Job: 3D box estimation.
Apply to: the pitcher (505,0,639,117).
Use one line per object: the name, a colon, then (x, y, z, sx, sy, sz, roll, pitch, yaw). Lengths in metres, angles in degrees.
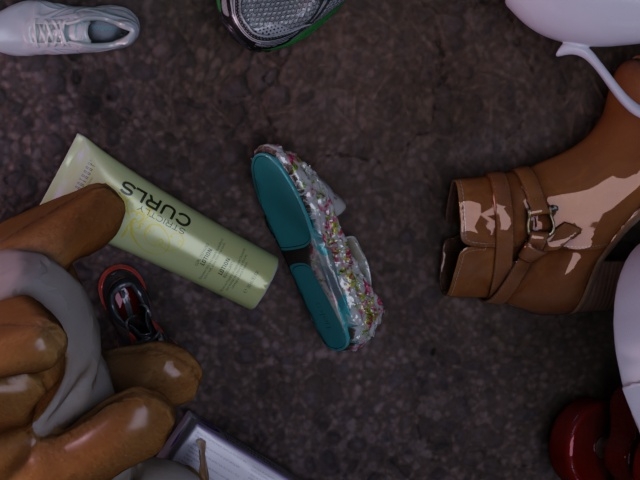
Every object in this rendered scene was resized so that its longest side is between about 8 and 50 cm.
pitcher: (0.288, -0.224, 1.657, 0.207, 0.125, 0.178, 17, 90, 8)

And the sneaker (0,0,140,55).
sneaker: (-0.249, -0.206, 1.602, 0.152, 0.061, 0.054, -5, 103, -10)

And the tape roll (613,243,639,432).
tape roll: (0.412, 0.118, 1.653, 0.286, 0.100, 0.286, 21, 61, -43)

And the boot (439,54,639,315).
boot: (0.240, -0.060, 1.719, 0.220, 0.109, 0.283, 4, 109, -12)

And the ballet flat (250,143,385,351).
ballet flat: (0.000, 0.000, 1.694, 0.077, 0.091, 0.241, -34, 113, -35)

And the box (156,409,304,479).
box: (-0.020, 0.291, 1.742, 0.324, 0.063, 0.067, 33, 91, -16)

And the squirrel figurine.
squirrel figurine: (-0.291, 0.211, 1.578, 0.397, 0.281, 0.370, -21, 116, 9)

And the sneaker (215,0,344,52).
sneaker: (0.032, -0.320, 1.596, 0.134, 0.146, 0.343, 44, 90, -16)

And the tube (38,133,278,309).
tube: (-0.160, -0.009, 1.661, 0.240, 0.062, 0.070, 29, 53, -11)

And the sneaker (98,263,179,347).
sneaker: (-0.179, 0.102, 1.672, 0.061, 0.065, 0.158, -29, 104, -6)

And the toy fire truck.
toy fire truck: (0.401, 0.275, 1.790, 0.254, 0.169, 0.302, -13, 101, -31)
